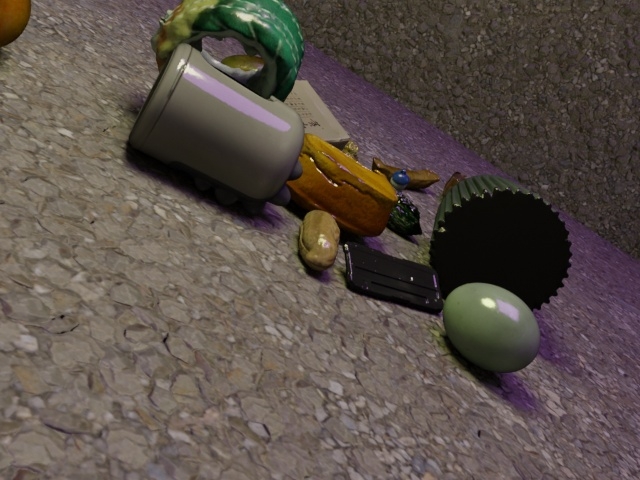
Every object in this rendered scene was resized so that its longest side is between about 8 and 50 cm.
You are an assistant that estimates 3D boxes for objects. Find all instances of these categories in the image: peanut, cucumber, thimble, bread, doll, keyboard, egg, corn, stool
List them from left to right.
[{"bbox_3d":[-0.181,-0.369,1.411,0.288,0.254,0.167,15,44,-5],"label":"thimble"},{"bbox_3d":[0.000,0.000,1.326,0.080,0.080,0.174,28,24,-15],"label":"peanut"},{"bbox_3d":[0.031,-0.278,1.984,0.086,0.086,0.288,21,22,-32],"label":"corn"},{"bbox_3d":[0.032,-0.110,1.520,0.269,0.143,0.195,33,18,-8],"label":"bread"},{"bbox_3d":[0.108,-0.130,1.750,0.359,0.096,0.096,33,20,2],"label":"cucumber"},{"bbox_3d":[0.187,-0.126,1.806,0.098,0.143,0.057,34,48,13],"label":"doll"},{"bbox_3d":[0.146,0.076,1.395,0.262,0.016,0.106,17,53,-37],"label":"keyboard"},{"bbox_3d":[0.315,0.160,1.327,0.192,0.149,0.149,37,20,26],"label":"egg"},{"bbox_3d":[0.398,-0.006,1.654,0.297,0.297,0.330,33,16,-1],"label":"stool"}]

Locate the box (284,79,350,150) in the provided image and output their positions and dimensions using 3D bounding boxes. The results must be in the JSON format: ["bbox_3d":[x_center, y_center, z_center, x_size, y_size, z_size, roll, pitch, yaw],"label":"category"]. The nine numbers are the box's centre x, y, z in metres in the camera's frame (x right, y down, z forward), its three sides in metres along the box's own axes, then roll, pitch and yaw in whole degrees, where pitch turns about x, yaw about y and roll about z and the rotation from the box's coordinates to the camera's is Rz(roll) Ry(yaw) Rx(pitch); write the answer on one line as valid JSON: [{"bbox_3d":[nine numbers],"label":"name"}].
[{"bbox_3d":[-0.119,-0.270,1.596,0.365,0.051,0.205,-14,60,-42],"label":"box"}]

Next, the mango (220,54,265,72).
[{"bbox_3d":[-0.165,-0.467,2.078,0.267,0.111,0.133,19,36,-24],"label":"mango"}]

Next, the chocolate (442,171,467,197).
[{"bbox_3d":[0.472,-0.146,2.339,0.148,0.093,0.214,35,19,7],"label":"chocolate"}]

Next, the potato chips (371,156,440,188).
[{"bbox_3d":[0.232,-0.192,2.108,0.407,0.080,0.057,2,54,-58],"label":"potato chips"}]

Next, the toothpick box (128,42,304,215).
[{"bbox_3d":[-0.172,-0.185,1.315,0.316,0.229,0.229,28,21,-19],"label":"toothpick box"}]

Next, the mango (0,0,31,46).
[{"bbox_3d":[-0.610,-0.424,1.232,0.211,0.173,0.317,16,14,-26],"label":"mango"}]
